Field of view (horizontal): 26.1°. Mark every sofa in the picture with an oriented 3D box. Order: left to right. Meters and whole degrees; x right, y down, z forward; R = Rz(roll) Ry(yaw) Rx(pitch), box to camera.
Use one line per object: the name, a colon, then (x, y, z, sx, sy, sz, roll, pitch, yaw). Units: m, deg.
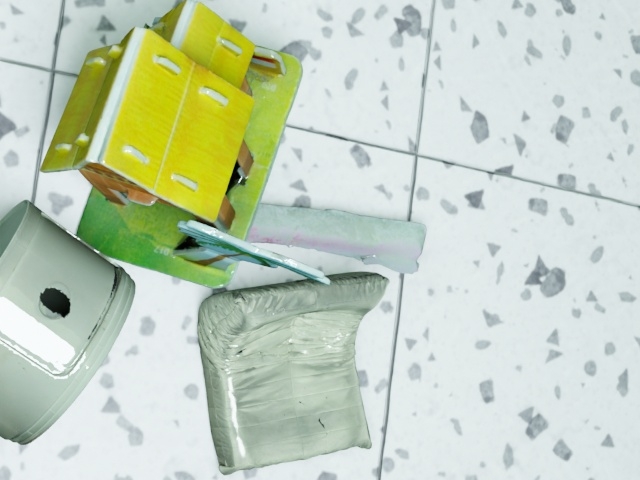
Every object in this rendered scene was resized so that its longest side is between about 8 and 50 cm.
sofa: (-0.026, 0.158, 1.656, 0.210, 0.176, 0.225, -5, 87, -26)

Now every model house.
model house: (-0.113, -0.121, 1.499, 0.340, 0.323, 0.300, 16, 79, 11)

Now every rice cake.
rice cake: (0.001, -0.003, 1.753, 0.290, 0.051, 0.081, 5, 74, -24)

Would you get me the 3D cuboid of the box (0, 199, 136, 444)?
box: (-0.324, 0.088, 1.493, 0.149, 0.226, 0.226, 37, 71, -18)
